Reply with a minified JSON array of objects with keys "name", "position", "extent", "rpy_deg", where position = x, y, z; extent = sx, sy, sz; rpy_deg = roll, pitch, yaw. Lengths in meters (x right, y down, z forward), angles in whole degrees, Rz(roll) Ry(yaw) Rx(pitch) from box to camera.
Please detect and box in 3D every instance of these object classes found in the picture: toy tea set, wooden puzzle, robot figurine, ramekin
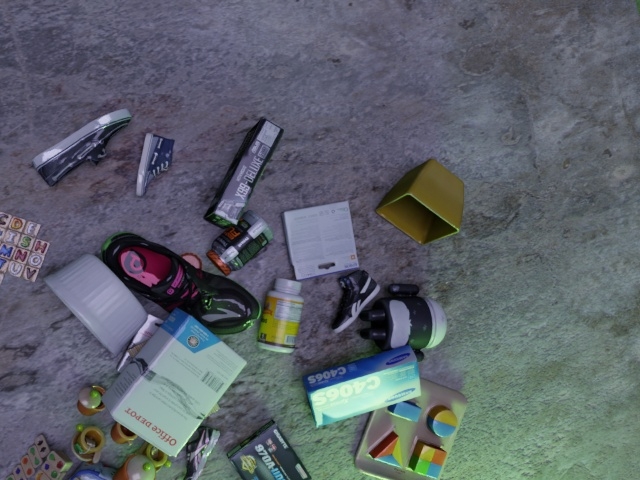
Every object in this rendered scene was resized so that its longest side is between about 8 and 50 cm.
[{"name":"toy tea set","position":[-0.543,0.537,1.630],"extent":[0.336,0.200,0.124],"rpy_deg":[46,118,-9]},{"name":"wooden puzzle","position":[0.310,0.631,1.968],"extent":[0.322,0.080,0.348],"rpy_deg":[23,81,-16]},{"name":"robot figurine","position":[0.267,0.266,1.923],"extent":[0.278,0.174,0.209],"rpy_deg":[0,121,-18]},{"name":"ramekin","position":[-0.590,0.163,1.599],"extent":[0.135,0.277,0.277],"rpy_deg":[-44,101,-22]}]

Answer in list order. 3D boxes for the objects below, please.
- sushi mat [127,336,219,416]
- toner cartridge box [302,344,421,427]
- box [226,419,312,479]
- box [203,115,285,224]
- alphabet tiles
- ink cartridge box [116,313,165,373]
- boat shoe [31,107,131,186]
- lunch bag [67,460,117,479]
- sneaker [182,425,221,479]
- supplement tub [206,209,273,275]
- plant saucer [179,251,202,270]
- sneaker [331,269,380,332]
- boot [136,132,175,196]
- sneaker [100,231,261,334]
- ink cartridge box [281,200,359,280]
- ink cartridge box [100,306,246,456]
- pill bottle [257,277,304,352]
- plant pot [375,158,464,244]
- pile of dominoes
[{"name":"sushi mat","position":[-0.418,0.406,1.728],"extent":[0.151,0.019,0.317],"rpy_deg":[-31,111,-26]},{"name":"toner cartridge box","position":[0.130,0.449,1.848],"extent":[0.347,0.075,0.165],"rpy_deg":[-16,126,-6]},{"name":"box","position":[-0.155,0.691,1.830],"extent":[0.175,0.051,0.220],"rpy_deg":[-33,98,-16]},{"name":"box","position":[-0.227,-0.188,1.741],"extent":[0.076,0.242,0.308],"rpy_deg":[28,81,-15]},{"name":"alphabet tiles","position":[-0.882,0.022,1.642],"extent":[0.237,0.009,0.198],"rpy_deg":[21,82,-16]},{"name":"ink cartridge box","position":[-0.498,0.310,1.727],"extent":[0.104,0.060,0.180],"rpy_deg":[30,79,-16]},{"name":"boat shoe","position":[-0.648,-0.258,1.678],"extent":[0.301,0.108,0.102],"rpy_deg":[-36,99,-13]},{"name":"lunch bag","position":[-0.595,0.775,1.654],"extent":[0.303,0.115,0.243],"rpy_deg":[36,80,-12]},{"name":"sneaker","position":[-0.367,0.629,1.764],"extent":[0.077,0.072,0.178],"rpy_deg":[28,71,-3]},{"name":"supplement tub","position":[-0.243,0.009,1.793],"extent":[0.190,0.117,0.117],"rpy_deg":[-44,101,-15]},{"name":"plant saucer","position":[-0.395,0.076,1.795],"extent":[0.083,0.013,0.084],"rpy_deg":[1,87,-17]},{"name":"sneaker","position":[0.082,0.183,1.918],"extent":[0.121,0.079,0.217],"rpy_deg":[47,67,-8]},{"name":"boot","position":[-0.481,-0.216,1.748],"extent":[0.086,0.069,0.190],"rpy_deg":[11,83,-14]},{"name":"sneaker","position":[-0.395,0.138,1.680],"extent":[0.482,0.202,0.185],"rpy_deg":[26,85,-13]},{"name":"ink cartridge box","position":[0.000,0.000,1.909],"extent":[0.223,0.045,0.224],"rpy_deg":[-10,92,-18]},{"name":"ink cartridge box","position":[-0.386,0.370,1.587],"extent":[0.223,0.129,0.307],"rpy_deg":[47,71,-28]},{"name":"pill bottle","position":[-0.117,0.226,1.825],"extent":[0.117,0.117,0.215],"rpy_deg":[13,84,-17]},{"name":"plant pot","position":[0.344,-0.138,1.953],"extent":[0.212,0.212,0.187],"rpy_deg":[34,66,-14]},{"name":"pile of dominoes","position":[-0.764,0.670,1.581],"extent":[0.196,0.040,0.251],"rpy_deg":[33,82,19]}]
